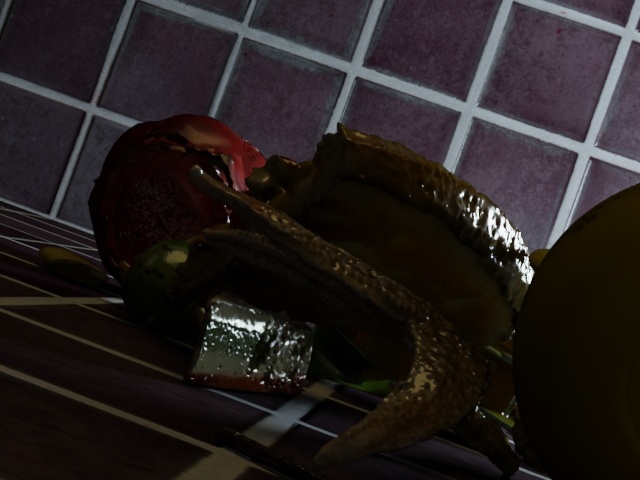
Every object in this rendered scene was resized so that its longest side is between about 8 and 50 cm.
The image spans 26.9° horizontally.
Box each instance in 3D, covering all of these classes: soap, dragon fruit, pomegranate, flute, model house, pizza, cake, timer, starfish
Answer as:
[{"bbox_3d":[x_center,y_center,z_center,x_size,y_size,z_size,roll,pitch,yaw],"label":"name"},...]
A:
[{"bbox_3d":[-0.347,0.036,1.869,0.089,0.033,0.168,18,0,-18],"label":"soap"},{"bbox_3d":[-0.193,-0.032,1.948,0.296,0.295,0.301,20,-16,9],"label":"dragon fruit"},{"bbox_3d":[-0.165,0.067,1.568,0.142,0.114,0.114,44,2,5],"label":"pomegranate"},{"bbox_3d":[0.029,0.173,0.868,0.269,0.014,0.014,20,0,37],"label":"flute"},{"bbox_3d":[0.210,0.172,1.679,0.358,0.242,0.313,22,14,-42],"label":"model house"},{"bbox_3d":[0.000,0.000,1.396,0.406,0.130,0.440,-5,-26,28],"label":"pizza"},{"bbox_3d":[-0.101,0.093,1.301,0.117,0.086,0.220,15,-1,30],"label":"cake"},{"bbox_3d":[0.349,0.108,1.206,0.376,0.376,0.387,20,10,11],"label":"timer"},{"bbox_3d":[0.040,0.093,1.148,0.384,0.132,0.398,35,6,4],"label":"starfish"}]

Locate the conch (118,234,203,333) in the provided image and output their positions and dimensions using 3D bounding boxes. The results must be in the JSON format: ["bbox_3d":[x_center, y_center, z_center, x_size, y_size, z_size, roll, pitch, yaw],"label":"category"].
[{"bbox_3d":[-0.139,0.078,1.677,0.255,0.127,0.158,-9,-39,24],"label":"conch"}]

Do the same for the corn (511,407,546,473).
[{"bbox_3d":[0.276,0.185,1.421,0.260,0.091,0.091,-7,67,-62],"label":"corn"}]
